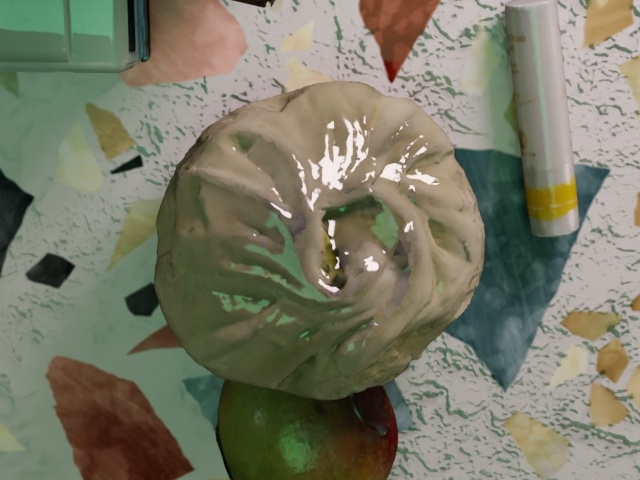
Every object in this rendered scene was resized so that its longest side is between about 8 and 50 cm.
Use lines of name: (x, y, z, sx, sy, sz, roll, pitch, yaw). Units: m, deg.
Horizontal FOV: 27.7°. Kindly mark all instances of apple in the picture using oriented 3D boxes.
apple: (-0.016, 0.214, 1.487, 0.207, 0.174, 0.188, -23, 110, -10)

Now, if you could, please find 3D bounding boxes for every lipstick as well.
lipstick: (0.245, -0.136, 1.426, 0.059, 0.059, 0.264, -9, 107, 2)

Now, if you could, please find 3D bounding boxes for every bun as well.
bun: (0.000, 0.000, 1.344, 0.359, 0.211, 0.360, 1, 82, -10)

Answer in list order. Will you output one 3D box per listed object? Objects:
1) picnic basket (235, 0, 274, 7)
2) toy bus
picnic basket: (-0.148, -0.409, 1.189, 0.337, 0.293, 0.337, 2, 136, 2)
toy bus: (-0.319, -0.237, 1.332, 0.271, 0.165, 0.133, 0, 108, -1)
